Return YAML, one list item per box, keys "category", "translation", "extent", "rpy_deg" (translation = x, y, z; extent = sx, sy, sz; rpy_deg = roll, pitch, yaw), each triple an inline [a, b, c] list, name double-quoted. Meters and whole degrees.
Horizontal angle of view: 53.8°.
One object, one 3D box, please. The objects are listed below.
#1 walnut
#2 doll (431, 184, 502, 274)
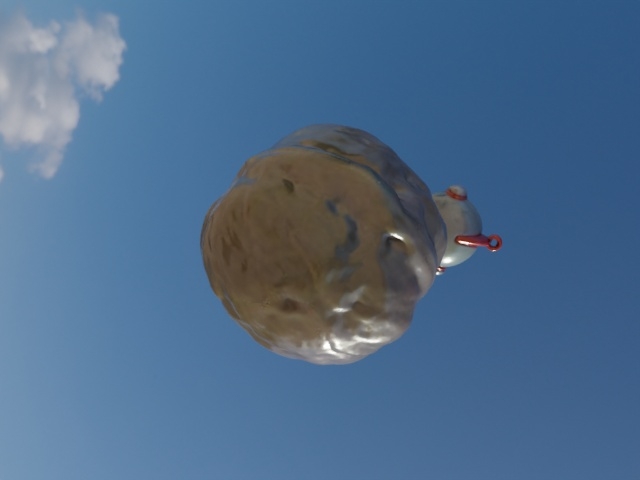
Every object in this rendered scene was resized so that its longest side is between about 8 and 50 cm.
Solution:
- category: "walnut"
  translation: [0.001, 0.000, 0.655]
  extent: [0.248, 0.248, 0.248]
  rpy_deg: [-17, -114, 45]
- category: "doll"
  translation: [0.169, -0.038, 1.167]
  extent: [0.337, 0.105, 0.199]
  rpy_deg: [14, -77, 9]
